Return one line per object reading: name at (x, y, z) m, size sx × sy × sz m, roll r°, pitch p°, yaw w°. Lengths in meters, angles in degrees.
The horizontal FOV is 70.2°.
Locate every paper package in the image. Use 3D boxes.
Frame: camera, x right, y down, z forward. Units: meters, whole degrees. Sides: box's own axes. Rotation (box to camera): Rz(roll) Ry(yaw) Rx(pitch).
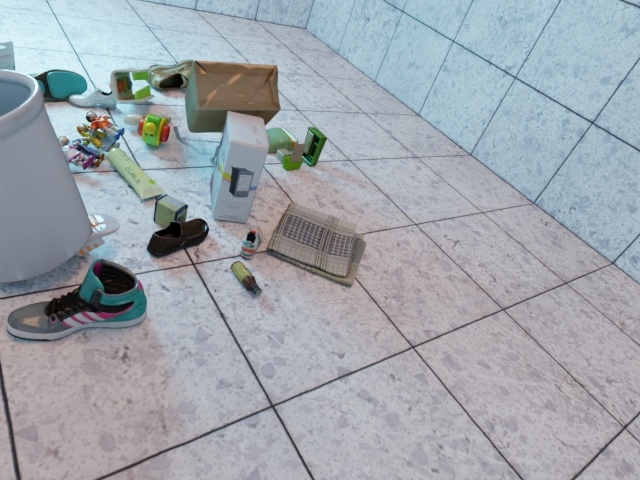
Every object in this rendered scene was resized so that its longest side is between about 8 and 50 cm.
paper package at (-0.329, -0.516, 1.680) m, size 0.309 × 0.168 × 0.325 m, roll -6°, pitch 0°, yaw -20°

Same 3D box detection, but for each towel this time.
towel at (0.000, 0.000, 1.600) m, size 0.324 × 0.056 × 0.312 m, roll 22°, pitch 36°, yaw -1°

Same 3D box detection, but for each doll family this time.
doll family at (-0.812, -0.331, 1.569) m, size 0.163 × 0.118 × 0.263 m, roll 29°, pitch 54°, yaw -1°

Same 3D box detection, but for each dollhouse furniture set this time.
dollhouse furniture set at (-0.155, -0.464, 2.030) m, size 0.197 × 0.151 × 0.301 m, roll -17°, pitch 51°, yaw -42°

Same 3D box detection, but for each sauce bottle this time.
sauce bottle at (-0.218, 0.113, 1.350) m, size 0.042 × 0.042 × 0.128 m, roll -18°, pitch 54°, yaw -42°

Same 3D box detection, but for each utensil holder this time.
utensil holder at (-0.746, -0.139, 1.039) m, size 0.327 × 0.386 × 0.328 m, roll 0°, pitch 41°, yaw 0°

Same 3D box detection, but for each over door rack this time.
over door rack at (-0.404, -0.413, 1.890) m, size 0.324 × 0.108 × 0.239 m, roll 23°, pitch 34°, yaw 25°

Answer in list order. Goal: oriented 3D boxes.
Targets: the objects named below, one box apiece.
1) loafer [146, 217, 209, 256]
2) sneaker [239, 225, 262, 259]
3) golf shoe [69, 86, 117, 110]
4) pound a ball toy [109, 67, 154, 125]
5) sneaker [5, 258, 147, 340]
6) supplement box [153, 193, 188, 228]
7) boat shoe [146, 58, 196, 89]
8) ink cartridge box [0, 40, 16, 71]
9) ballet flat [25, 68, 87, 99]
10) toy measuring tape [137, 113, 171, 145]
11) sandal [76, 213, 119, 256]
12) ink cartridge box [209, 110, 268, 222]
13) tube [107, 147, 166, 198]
loafer at (-0.421, -0.022, 1.382) m, size 0.080 × 0.078 × 0.220 m, roll 34°, pitch 38°, yaw 16°
sneaker at (-0.217, -0.012, 1.481) m, size 0.057 × 0.075 × 0.161 m, roll 20°, pitch 36°, yaw -4°
golf shoe at (-0.917, -0.583, 1.837) m, size 0.176 × 0.086 × 0.069 m, roll -4°, pitch 45°, yaw -30°
pound a ball toy at (-0.780, -0.600, 1.878) m, size 0.135 × 0.208 × 0.319 m, roll -3°, pitch 23°, yaw -8°
sneaker at (-0.545, 0.129, 1.037) m, size 0.295 × 0.179 × 0.124 m, roll -5°, pitch 44°, yaw -32°
supplement box at (-0.472, -0.086, 1.433) m, size 0.083 × 0.083 × 0.056 m, roll 26°, pitch 36°, yaw 7°
boat shoe at (-0.683, -0.787, 2.209) m, size 0.120 × 0.123 × 0.324 m, roll 44°, pitch 49°, yaw 19°
ink cartridge box at (-1.206, -0.660, 1.698) m, size 0.060 × 0.180 × 0.104 m, roll 27°, pitch 35°, yaw 6°
ballet flat at (-1.079, -0.596, 1.752) m, size 0.123 × 0.123 × 0.348 m, roll 32°, pitch 37°, yaw 13°
toy measuring tape at (-0.650, -0.440, 1.811) m, size 0.121 × 0.122 × 0.330 m, roll 13°, pitch 14°, yaw -12°
sandal at (-0.676, 0.005, 1.226) m, size 0.265 × 0.076 × 0.102 m, roll -20°, pitch 45°, yaw -20°
ink cartridge box at (-0.284, -0.248, 1.551) m, size 0.131 × 0.306 × 0.226 m, roll 7°, pitch 38°, yaw -21°
tube at (-0.634, -0.225, 1.552) m, size 0.070 × 0.062 × 0.240 m, roll -44°, pitch 71°, yaw -9°
